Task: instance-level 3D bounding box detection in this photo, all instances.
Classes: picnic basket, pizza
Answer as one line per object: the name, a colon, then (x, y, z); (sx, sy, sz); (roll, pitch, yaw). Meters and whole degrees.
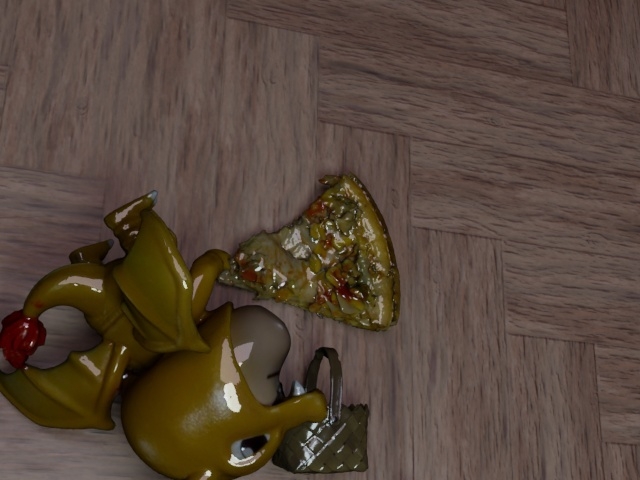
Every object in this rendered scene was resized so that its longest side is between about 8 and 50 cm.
picnic basket: (-0.001, 0.242, 1.464); (0.138, 0.128, 0.178); (5, 86, -21)
pizza: (0.000, 0.000, 1.594); (0.288, 0.074, 0.251); (16, 63, -15)

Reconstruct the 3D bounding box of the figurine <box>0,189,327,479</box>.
figurine: (-0.217, 0.163, 1.349); (0.387, 0.401, 0.268); (55, 25, 4)
